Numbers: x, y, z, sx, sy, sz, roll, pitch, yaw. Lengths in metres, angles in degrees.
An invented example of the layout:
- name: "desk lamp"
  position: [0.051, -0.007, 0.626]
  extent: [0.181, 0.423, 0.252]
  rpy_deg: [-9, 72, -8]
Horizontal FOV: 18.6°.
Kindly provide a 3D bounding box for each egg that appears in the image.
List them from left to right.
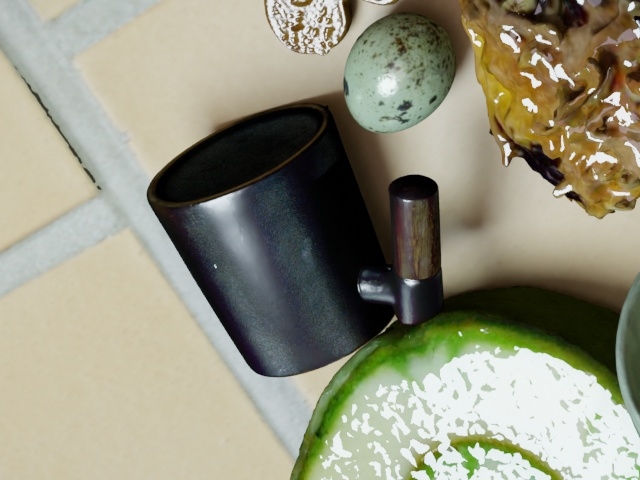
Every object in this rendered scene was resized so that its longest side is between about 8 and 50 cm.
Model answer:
- name: "egg"
  position: [0.061, -0.131, 1.556]
  extent: [0.085, 0.085, 0.110]
  rpy_deg: [34, 137, 3]

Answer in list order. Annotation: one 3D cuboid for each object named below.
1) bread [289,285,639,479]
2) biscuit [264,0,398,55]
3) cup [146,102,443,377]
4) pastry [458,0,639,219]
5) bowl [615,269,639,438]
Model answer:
- name: "bread"
  position: [0.164, 0.226, 1.637]
  extent: [0.382, 0.129, 0.366]
  rpy_deg: [17, 109, 24]
- name: "biscuit"
  position: [0.012, -0.239, 1.551]
  extent: [0.138, 0.031, 0.205]
  rpy_deg: [26, 122, 8]
- name: "cup"
  position: [-0.015, 0.008, 1.586]
  extent: [0.239, 0.166, 0.177]
  rpy_deg: [15, 134, 59]
- name: "pastry"
  position: [0.280, -0.191, 1.315]
  extent: [0.405, 0.292, 0.337]
  rpy_deg: [-6, 112, 19]
- name: "bowl"
  position: [0.381, 0.108, 1.446]
  extent: [0.307, 0.307, 0.163]
  rpy_deg: [0, 140, 22]
